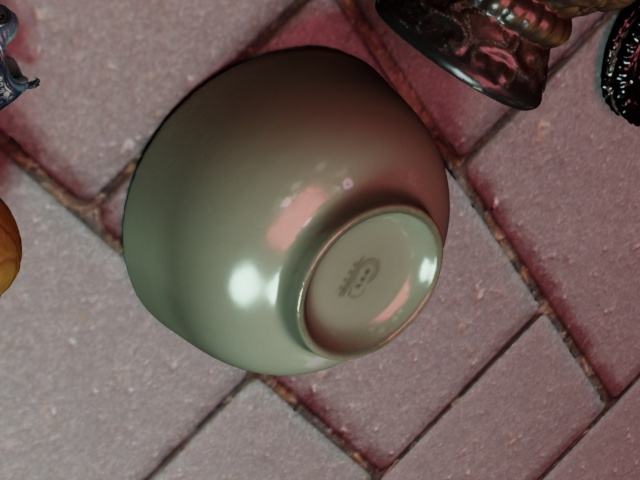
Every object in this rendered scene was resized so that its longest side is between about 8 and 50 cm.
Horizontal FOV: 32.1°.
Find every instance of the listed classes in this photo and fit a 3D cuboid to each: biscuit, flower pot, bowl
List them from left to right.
[{"bbox_3d":[0.000,0.000,1.119,0.354,0.185,0.353,-20,129,-27],"label":"bowl"},{"bbox_3d":[0.200,-0.283,1.053,0.267,0.266,0.267,15,119,-43],"label":"flower pot"},{"bbox_3d":[0.427,-0.233,1.387,0.195,0.053,0.194,-19,129,-26],"label":"biscuit"}]

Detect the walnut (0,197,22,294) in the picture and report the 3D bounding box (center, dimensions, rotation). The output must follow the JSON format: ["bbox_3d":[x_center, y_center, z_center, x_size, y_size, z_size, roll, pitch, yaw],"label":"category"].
[{"bbox_3d":[-0.335,0.004,0.888,0.159,0.159,0.207,-55,142,6],"label":"walnut"}]

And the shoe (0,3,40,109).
[{"bbox_3d":[-0.274,-0.162,0.886,0.071,0.064,0.143,-30,135,-17],"label":"shoe"}]
